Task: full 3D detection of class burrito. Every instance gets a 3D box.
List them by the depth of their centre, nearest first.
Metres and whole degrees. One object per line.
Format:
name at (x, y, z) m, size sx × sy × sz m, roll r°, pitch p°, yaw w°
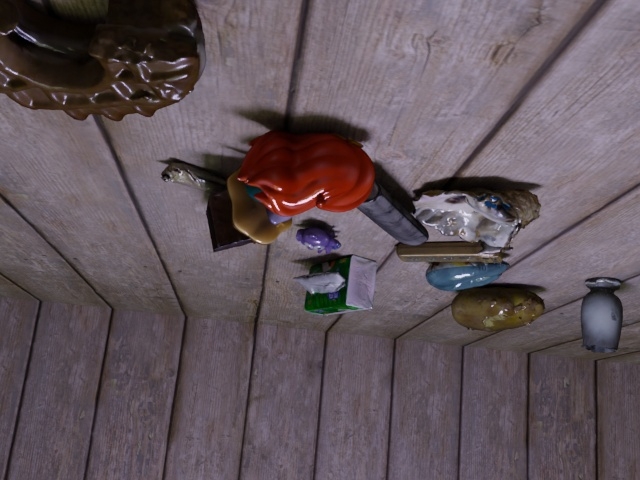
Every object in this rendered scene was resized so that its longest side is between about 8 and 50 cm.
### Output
burrito at (-0.241, -0.123, 1.491) m, size 0.171 × 0.042 × 0.051 m, roll 19°, pitch 150°, yaw -34°

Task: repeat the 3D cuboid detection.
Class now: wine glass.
wine glass at (0.787, 0.209, 2.028) m, size 0.111 × 0.204 × 0.111 m, roll 9°, pitch 164°, yaw 3°

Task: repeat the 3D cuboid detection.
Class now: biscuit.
biscuit at (-0.336, -0.253, 0.932) m, size 0.366 × 0.115 × 0.268 m, roll 12°, pitch 163°, yaw -19°

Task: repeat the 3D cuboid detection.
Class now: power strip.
power strip at (0.333, 0.030, 1.835) m, size 0.306 × 0.044 × 0.064 m, roll -2°, pitch 162°, yaw 23°

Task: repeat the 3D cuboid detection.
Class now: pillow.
pillow at (0.392, 0.089, 1.956) m, size 0.214 × 0.086 × 0.233 m, roll -2°, pitch 165°, yaw 6°

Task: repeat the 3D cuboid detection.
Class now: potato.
potato at (0.542, 0.212, 2.239) m, size 0.296 × 0.141 × 0.192 m, roll -10°, pitch 161°, yaw 36°

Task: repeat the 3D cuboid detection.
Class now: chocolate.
chocolate at (-0.184, -0.040, 1.513) m, size 0.112 × 0.111 × 0.321 m, roll -15°, pitch 180°, yaw -10°

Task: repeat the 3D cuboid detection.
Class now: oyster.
oyster at (0.303, -0.060, 1.464) m, size 0.223 × 0.083 × 0.214 m, roll 25°, pitch 153°, yaw -5°

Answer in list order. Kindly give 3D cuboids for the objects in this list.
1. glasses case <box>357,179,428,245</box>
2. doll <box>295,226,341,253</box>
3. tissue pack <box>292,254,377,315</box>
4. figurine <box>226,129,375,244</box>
glasses case at (0.131, -0.063, 1.496) m, size 0.114 × 0.060 × 0.299 m, roll 28°, pitch 178°, yaw 30°
doll at (0.000, 0.000, 1.808) m, size 0.110 × 0.067 × 0.206 m, roll 11°, pitch 176°, yaw 13°
tissue pack at (0.036, 0.129, 2.091) m, size 0.156 × 0.148 × 0.209 m, roll 16°, pitch 162°, yaw -34°
figurine at (-0.051, -0.103, 1.272) m, size 0.208 × 0.181 × 0.257 m, roll 43°, pitch 142°, yaw -18°
